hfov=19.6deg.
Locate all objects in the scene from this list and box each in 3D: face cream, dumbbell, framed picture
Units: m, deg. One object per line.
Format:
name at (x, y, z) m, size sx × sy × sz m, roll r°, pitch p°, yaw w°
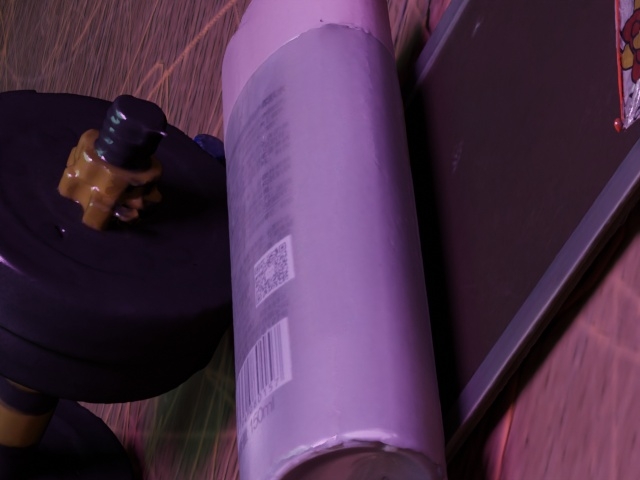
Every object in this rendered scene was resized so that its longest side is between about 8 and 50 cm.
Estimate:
face cream at (0.000, 0.000, 0.754) m, size 0.107 × 0.073 × 0.269 m, roll -54°, pitch 29°, yaw 38°
dumbbell at (-0.160, 0.078, 1.028) m, size 0.185 × 0.185 × 0.388 m, roll -101°, pitch 30°, yaw -49°
framed picture at (0.077, -0.047, 0.704) m, size 0.197 × 0.014 × 0.252 m, roll -97°, pitch 27°, yaw -44°

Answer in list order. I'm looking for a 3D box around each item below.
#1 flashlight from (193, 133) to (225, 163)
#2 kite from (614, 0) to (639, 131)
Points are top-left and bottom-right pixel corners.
flashlight at (-0.089, -0.013, 1.115) m, size 0.035 × 0.057 × 0.121 m, roll 51°, pitch 127°, yaw 21°
kite at (0.140, -0.147, 0.574) m, size 0.244 × 0.006 × 0.198 m, roll -70°, pitch 23°, yaw 5°
